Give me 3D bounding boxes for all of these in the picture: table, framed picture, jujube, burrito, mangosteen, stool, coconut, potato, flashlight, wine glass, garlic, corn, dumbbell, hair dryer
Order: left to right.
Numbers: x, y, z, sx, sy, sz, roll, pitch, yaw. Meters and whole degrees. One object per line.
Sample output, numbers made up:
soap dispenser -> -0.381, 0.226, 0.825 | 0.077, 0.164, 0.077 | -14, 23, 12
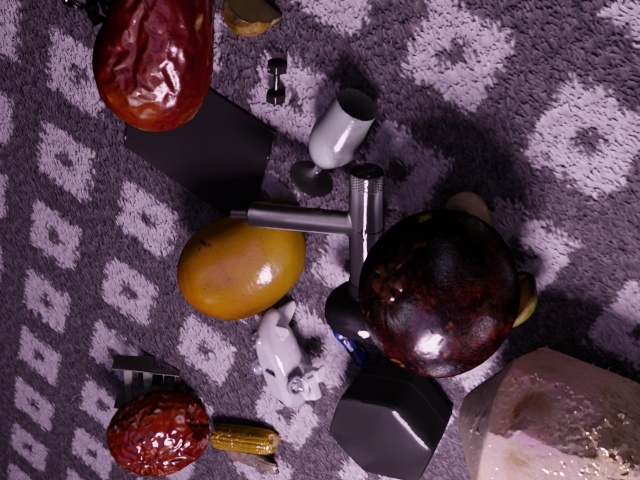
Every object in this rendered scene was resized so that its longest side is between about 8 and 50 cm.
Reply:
table -> -0.444, 0.371, 2.224 | 0.175, 0.062, 0.146 | 5, 126, -4
jujube -> -0.296, -0.356, 1.562 | 0.223, 0.223, 0.318 | 31, 128, 16
jujube -> -0.405, 0.485, 2.151 | 0.232, 0.213, 0.213 | -18, 107, 19
framed picture -> -0.254, -0.205, 1.757 | 0.339, 0.014, 0.255 | 33, 132, 14
potato -> -0.135, -0.387, 1.492 | 0.096, 0.103, 0.066 | 43, 131, 8
corn -> -0.189, 0.485, 2.115 | 0.207, 0.068, 0.068 | -5, 115, 36
burrito -> -0.169, 0.544, 2.156 | 0.171, 0.042, 0.051 | 10, 133, 33
dumbbell -> -0.079, -0.287, 1.560 | 0.036, 0.040, 0.083 | 4, 125, -1
hair dryer -> 0.007, 0.005, 1.592 | 0.284, 0.156, 0.320 | 7, 123, 30
wine glass -> 0.023, -0.172, 1.520 | 0.093, 0.093, 0.202 | 41, 133, 7
flashlight -> 0.064, 0.213, 1.779 | 0.035, 0.057, 0.121 | -35, 102, 6
stool -> 0.142, 0.363, 1.738 | 0.232, 0.141, 0.232 | 17, 129, 22
mangosteen -> 0.204, 0.088, 1.419 | 0.288, 0.288, 0.288 | 18, 127, 26
garlic -> 0.251, -0.056, 1.468 | 0.083, 0.041, 0.053 | 22, 142, 33
coconut -> 0.383, 0.333, 1.447 | 0.310, 0.297, 0.297 | 18, 127, 20

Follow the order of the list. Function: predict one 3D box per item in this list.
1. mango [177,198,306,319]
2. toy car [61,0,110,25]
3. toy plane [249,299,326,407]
mango -> -0.152, 0.040, 1.736 | 0.317, 0.173, 0.211 | -36, 94, 33
toy car -> -0.454, -0.547, 1.612 | 0.193, 0.118, 0.301 | 0, 123, 58
toy plane -> -0.074, 0.251, 1.853 | 0.245, 0.117, 0.244 | 36, 143, 33
